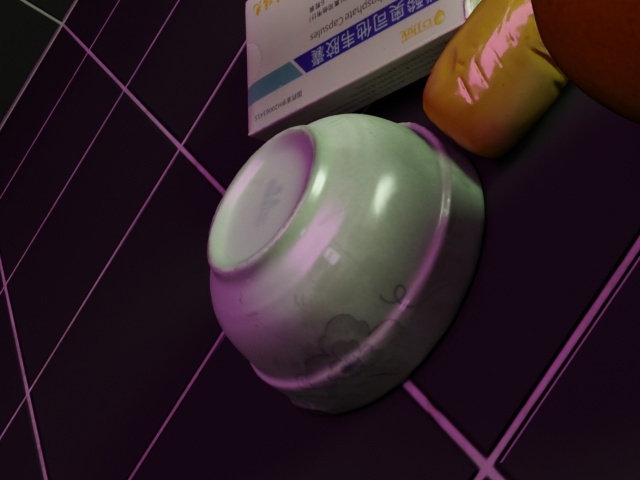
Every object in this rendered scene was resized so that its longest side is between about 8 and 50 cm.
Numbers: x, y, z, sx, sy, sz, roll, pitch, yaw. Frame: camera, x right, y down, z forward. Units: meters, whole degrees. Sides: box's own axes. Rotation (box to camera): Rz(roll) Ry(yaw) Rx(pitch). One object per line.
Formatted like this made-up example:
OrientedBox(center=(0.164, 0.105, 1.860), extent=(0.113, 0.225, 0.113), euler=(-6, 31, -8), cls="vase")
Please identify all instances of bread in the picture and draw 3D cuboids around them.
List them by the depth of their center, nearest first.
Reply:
OrientedBox(center=(0.210, -0.218, 0.884), extent=(0.305, 0.091, 0.142), euler=(-51, 35, 17), cls="bread")

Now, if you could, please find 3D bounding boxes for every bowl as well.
OrientedBox(center=(0.000, 0.000, 0.953), extent=(0.307, 0.163, 0.307), euler=(-39, 33, 31), cls="bowl")

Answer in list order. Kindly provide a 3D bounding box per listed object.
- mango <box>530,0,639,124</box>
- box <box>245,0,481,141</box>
OrientedBox(center=(0.293, -0.181, 0.588), extent=(0.378, 0.221, 0.263), euler=(11, 69, 51), cls="mango")
OrientedBox(center=(0.047, -0.257, 1.117), extent=(0.343, 0.065, 0.200), euler=(-22, 62, 41), cls="box")
